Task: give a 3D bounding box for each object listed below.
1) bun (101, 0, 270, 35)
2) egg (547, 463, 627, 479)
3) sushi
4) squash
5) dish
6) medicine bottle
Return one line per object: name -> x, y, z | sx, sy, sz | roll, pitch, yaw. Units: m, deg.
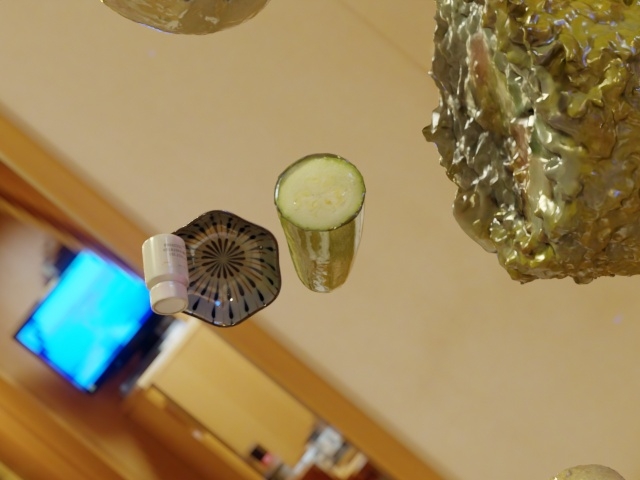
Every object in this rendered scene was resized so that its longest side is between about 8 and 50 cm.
bun -> -0.149, -0.379, 1.907 | 0.287, 0.287, 0.146 | -51, 21, -21
egg -> 0.257, 0.284, 1.589 | 0.140, 0.118, 0.116 | -46, -46, -30
sushi -> 0.283, -0.142, 1.851 | 0.396, 0.240, 0.351 | -119, 27, -49
squash -> 0.000, 0.000, 1.688 | 0.094, 0.094, 0.224 | -51, -17, -21
dish -> -0.148, 0.032, 2.416 | 0.190, 0.191, 0.066 | -50, 15, 17
medicine bottle -> -0.183, 0.040, 1.927 | 0.052, 0.052, 0.089 | -50, 41, 48
